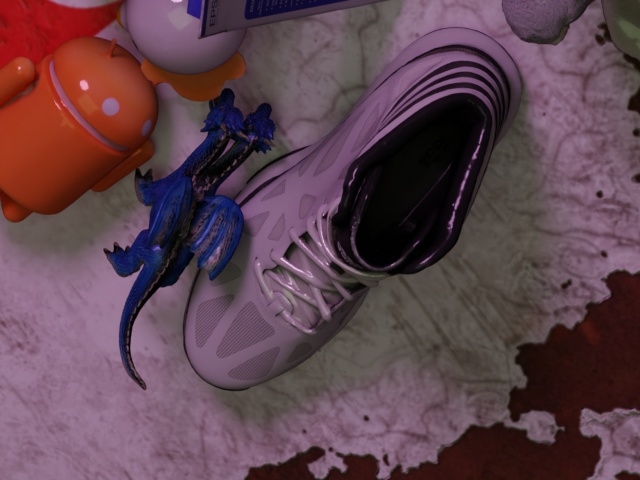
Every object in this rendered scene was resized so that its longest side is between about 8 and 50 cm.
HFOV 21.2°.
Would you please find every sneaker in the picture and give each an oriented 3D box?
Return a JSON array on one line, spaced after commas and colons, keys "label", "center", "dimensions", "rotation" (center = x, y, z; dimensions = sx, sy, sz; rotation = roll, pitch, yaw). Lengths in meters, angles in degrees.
[{"label": "sneaker", "center": [-0.001, -0.001, 1.570], "dimensions": [0.169, 0.257, 0.447], "rotation": [40, 110, -4]}]

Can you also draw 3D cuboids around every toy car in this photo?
[{"label": "toy car", "center": [-0.148, -0.234, 1.551], "dimensions": [0.210, 0.219, 0.238], "rotation": [-1, 113, 11]}]

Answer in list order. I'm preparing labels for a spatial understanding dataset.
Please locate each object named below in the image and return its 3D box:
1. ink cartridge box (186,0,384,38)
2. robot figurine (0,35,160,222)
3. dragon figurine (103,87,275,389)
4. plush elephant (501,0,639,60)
[{"label": "ink cartridge box", "center": [-0.025, -0.274, 1.451], "dimensions": [0.065, 0.333, 0.165], "rotation": [18, 110, 25]}, {"label": "robot figurine", "center": [-0.249, -0.111, 1.651], "dimensions": [0.219, 0.128, 0.158], "rotation": [-37, 97, 19]}, {"label": "dragon figurine", "center": [-0.131, -0.011, 1.622], "dimensions": [0.085, 0.289, 0.144], "rotation": [29, 156, -24]}, {"label": "plush elephant", "center": [0.341, -0.220, 1.449], "dimensions": [0.272, 0.330, 0.255], "rotation": [-15, 125, 31]}]
